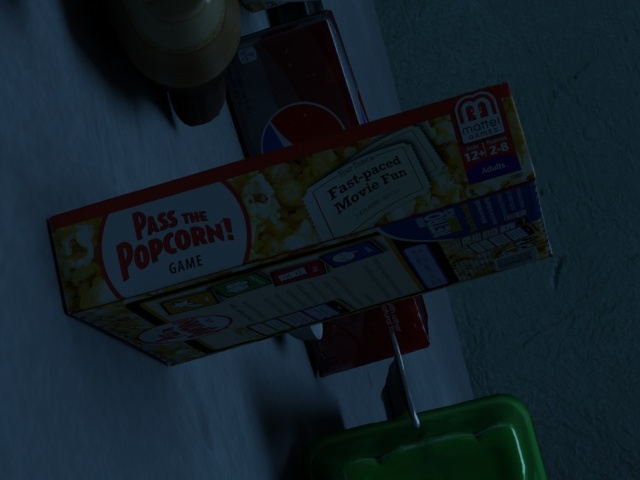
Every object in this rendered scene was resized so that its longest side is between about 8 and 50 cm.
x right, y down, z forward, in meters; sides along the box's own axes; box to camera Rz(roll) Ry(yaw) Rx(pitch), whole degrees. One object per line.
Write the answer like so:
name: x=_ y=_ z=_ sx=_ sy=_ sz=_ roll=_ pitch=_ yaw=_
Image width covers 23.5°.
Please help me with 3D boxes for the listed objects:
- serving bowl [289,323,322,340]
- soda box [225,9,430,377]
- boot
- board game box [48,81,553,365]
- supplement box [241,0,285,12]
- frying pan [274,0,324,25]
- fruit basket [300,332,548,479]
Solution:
serving bowl: x=-0.023 y=0.032 z=1.067 sx=0.083 sy=0.027 sz=0.083 roll=-15 pitch=90 yaw=-83
soda box: x=0.006 y=-0.037 z=1.176 sx=0.083 sy=0.092 sz=0.263 roll=-79 pitch=152 yaw=-76
boot: x=-0.105 y=-0.192 z=0.838 sx=0.207 sy=0.090 sz=0.248 roll=112 pitch=-38 yaw=-82
board game box: x=0.000 y=0.000 z=0.670 sx=0.147 sy=0.193 sz=0.045 roll=51 pitch=24 yaw=-73
supplement box: x=-0.062 y=-0.257 z=1.351 sx=0.062 sy=0.036 sz=0.098 roll=25 pitch=50 yaw=-79
frying pan: x=0.010 y=-0.145 z=1.602 sx=0.197 sy=0.053 sz=0.326 roll=-86 pitch=161 yaw=-69
fruit basket: x=0.075 y=0.243 z=1.044 sx=0.353 sy=0.165 sz=0.327 roll=113 pitch=-37 yaw=-77
